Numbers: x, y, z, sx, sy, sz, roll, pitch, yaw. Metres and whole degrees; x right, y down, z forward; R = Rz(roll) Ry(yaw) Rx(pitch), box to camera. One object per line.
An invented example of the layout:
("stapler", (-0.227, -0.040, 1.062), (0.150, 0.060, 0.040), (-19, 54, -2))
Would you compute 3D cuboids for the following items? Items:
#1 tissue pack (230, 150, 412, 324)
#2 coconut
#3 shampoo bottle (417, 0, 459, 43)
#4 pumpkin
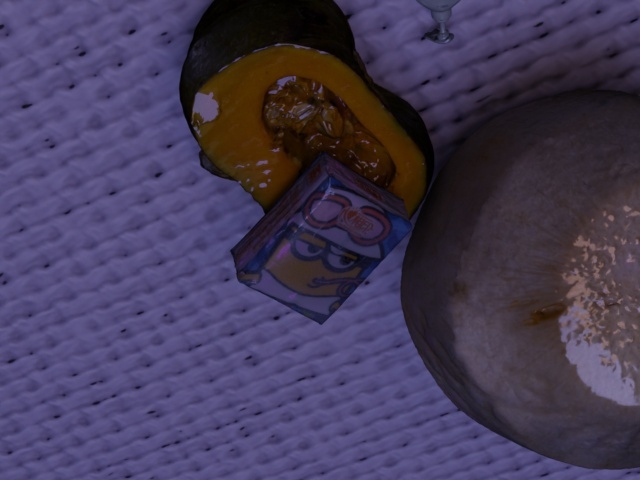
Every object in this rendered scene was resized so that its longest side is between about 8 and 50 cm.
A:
("tissue pack", (0.000, 0.000, 1.380), (0.116, 0.065, 0.155), (29, 119, -29))
("coconut", (0.274, 0.034, 1.412), (0.345, 0.415, 0.415), (20, 125, -7))
("shampoo bottle", (0.120, -0.265, 1.360), (0.077, 0.045, 0.151), (-10, 126, 2))
("pumpkin", (-0.024, -0.110, 1.420), (0.222, 0.139, 0.317), (-32, 126, 16))
